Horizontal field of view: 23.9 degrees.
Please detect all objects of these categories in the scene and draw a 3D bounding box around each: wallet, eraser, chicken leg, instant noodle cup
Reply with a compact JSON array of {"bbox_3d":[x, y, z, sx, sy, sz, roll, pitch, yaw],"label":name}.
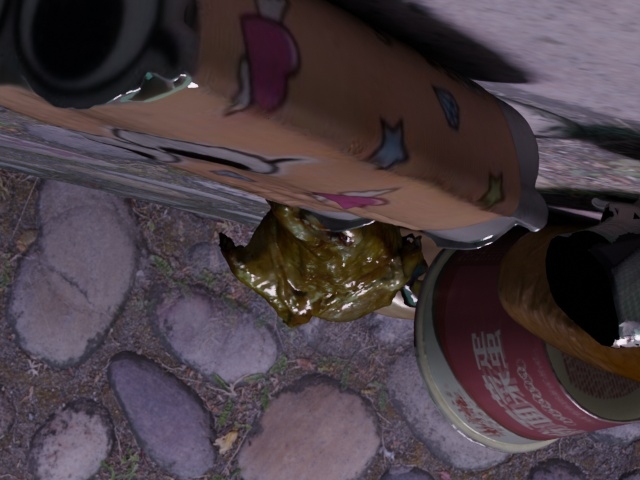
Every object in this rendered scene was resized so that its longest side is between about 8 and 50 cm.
[{"bbox_3d":[0.239,-0.022,1.173,0.044,0.011,0.083,11,177,23],"label":"wallet"},{"bbox_3d":[-0.030,-0.064,0.661,0.171,0.087,0.290,12,177,34],"label":"eraser"},{"bbox_3d":[-0.010,-0.004,1.572,0.211,0.140,0.361,-9,161,14],"label":"chicken leg"},{"bbox_3d":[0.229,0.085,1.430,0.234,0.235,0.178,13,168,-25],"label":"instant noodle cup"}]

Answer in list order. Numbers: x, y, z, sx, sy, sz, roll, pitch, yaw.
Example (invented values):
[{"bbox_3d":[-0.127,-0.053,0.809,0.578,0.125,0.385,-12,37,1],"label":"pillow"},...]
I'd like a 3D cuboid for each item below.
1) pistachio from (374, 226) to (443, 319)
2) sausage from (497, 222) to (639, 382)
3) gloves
[{"bbox_3d":[0.077,0.021,1.794,0.206,0.131,0.130,17,-142,-16],"label":"pistachio"},{"bbox_3d":[0.292,0.050,1.102,0.136,0.123,0.501,-37,-158,-27],"label":"sausage"},{"bbox_3d":[0.248,0.009,0.887,0.212,0.111,0.127,-17,-178,-18],"label":"gloves"}]
